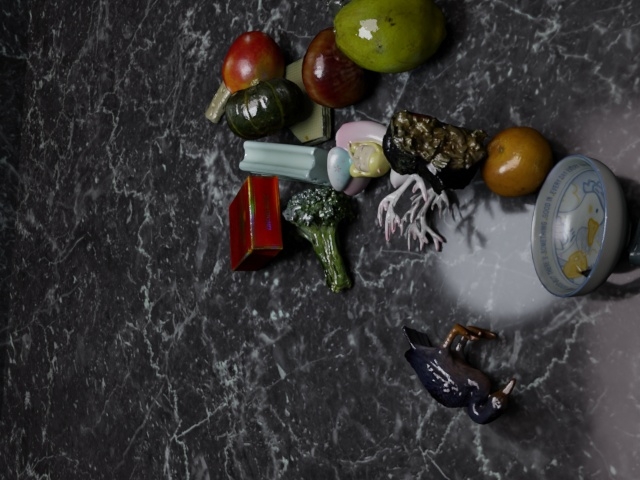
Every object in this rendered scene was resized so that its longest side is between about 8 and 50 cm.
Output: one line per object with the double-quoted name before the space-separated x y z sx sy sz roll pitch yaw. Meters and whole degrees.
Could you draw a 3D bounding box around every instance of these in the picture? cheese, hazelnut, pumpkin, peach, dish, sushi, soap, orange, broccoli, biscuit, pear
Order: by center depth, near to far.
"dish" 0.528 -0.021 1.330 0.273 0.134 0.273 -174 90 -81
"sushi" 0.233 -0.184 1.451 0.213 0.115 0.147 23 71 1
"orange" 0.416 -0.163 1.460 0.155 0.134 0.154 -35 39 35
"pear" 0.163 -0.501 1.644 0.269 0.212 0.212 1 83 -3
"hazelnut" 0.040 -0.446 1.782 0.178 0.178 0.203 5 92 41
"broccoli" -0.016 -0.004 1.806 0.199 0.177 0.274 2 98 36
"pumpkin" -0.151 -0.357 1.857 0.224 0.224 0.157 -10 105 40
"soap" -0.070 -0.206 1.861 0.265 0.160 0.087 13 92 42
"biscuit" -0.032 -0.385 1.925 0.150 0.052 0.252 -13 75 45
"peach" -0.193 -0.499 1.993 0.190 0.190 0.192 -26 60 36
"cheese" -0.300 -0.460 2.178 0.065 0.043 0.194 43 110 31

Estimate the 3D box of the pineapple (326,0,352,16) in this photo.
"pineapple" 0.049 -0.705 1.794 0.223 0.223 0.357 -25 68 36

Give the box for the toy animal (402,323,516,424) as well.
"toy animal" 0.292 0.272 1.505 0.298 0.122 0.185 16 95 42

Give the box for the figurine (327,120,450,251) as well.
"figurine" 0.171 -0.130 1.639 0.316 0.206 0.284 12 86 48

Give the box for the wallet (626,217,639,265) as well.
"wallet" 0.709 -0.069 1.233 0.251 0.054 0.290 13 92 40

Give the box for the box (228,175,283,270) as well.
"box" -0.181 -0.039 1.889 0.313 0.089 0.197 143 126 -70
